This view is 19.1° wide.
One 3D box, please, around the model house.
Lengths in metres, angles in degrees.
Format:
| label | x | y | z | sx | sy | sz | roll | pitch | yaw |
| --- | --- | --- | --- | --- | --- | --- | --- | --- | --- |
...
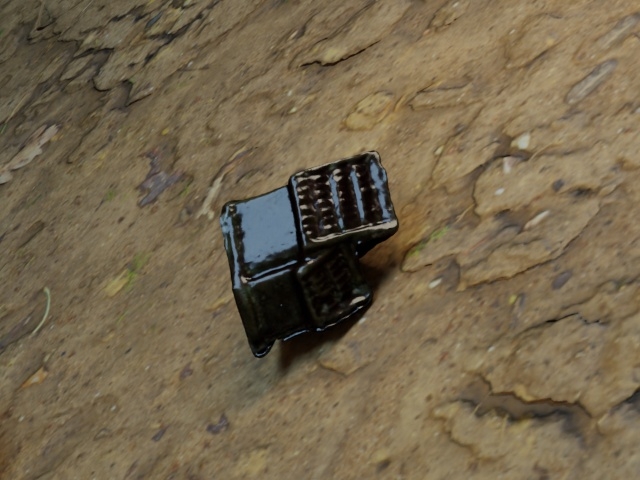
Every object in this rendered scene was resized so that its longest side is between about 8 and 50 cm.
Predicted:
| label | x | y | z | sx | sy | sz | roll | pitch | yaw |
| --- | --- | --- | --- | --- | --- | --- | --- | --- | --- |
| model house | 0.001 | 0.007 | 1.590 | 0.152 | 0.106 | 0.165 | -22 | 67 | 21 |
